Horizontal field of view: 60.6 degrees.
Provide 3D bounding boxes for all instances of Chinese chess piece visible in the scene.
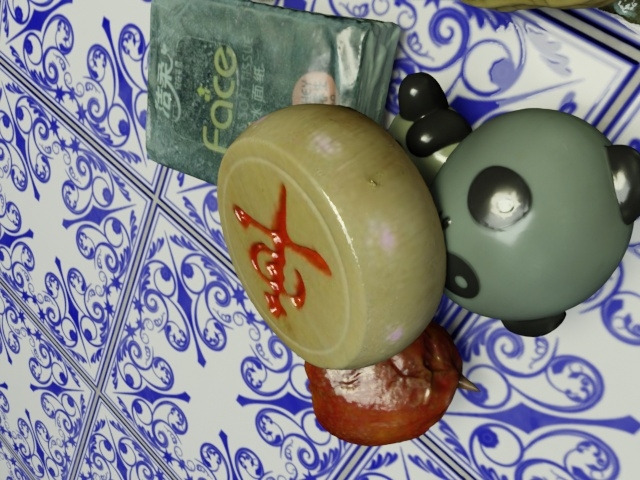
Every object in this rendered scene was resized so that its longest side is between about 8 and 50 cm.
[{"bbox_3d":[0.000,0.000,0.515,0.250,0.097,0.251,36,139,39],"label":"Chinese chess piece"}]

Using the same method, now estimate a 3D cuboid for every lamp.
[{"bbox_3d":[0.157,-0.040,0.509,0.244,0.197,0.198,41,123,28],"label":"lamp"}]

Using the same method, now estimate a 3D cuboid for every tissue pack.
[{"bbox_3d":[-0.074,-0.169,0.671,0.315,0.103,0.228,22,115,27],"label":"tissue pack"}]

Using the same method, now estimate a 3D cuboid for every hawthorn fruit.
[{"bbox_3d":[0.071,0.149,0.644,0.179,0.173,0.174,-31,85,10],"label":"hawthorn fruit"}]

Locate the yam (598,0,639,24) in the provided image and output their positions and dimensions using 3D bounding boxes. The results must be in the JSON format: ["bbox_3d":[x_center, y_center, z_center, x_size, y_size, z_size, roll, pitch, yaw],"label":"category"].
[{"bbox_3d":[0.269,-0.247,0.443,0.054,0.054,0.133,26,117,26],"label":"yam"}]

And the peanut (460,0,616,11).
[{"bbox_3d":[0.186,-0.245,0.397,0.305,0.146,0.147,-132,45,-60],"label":"peanut"}]
